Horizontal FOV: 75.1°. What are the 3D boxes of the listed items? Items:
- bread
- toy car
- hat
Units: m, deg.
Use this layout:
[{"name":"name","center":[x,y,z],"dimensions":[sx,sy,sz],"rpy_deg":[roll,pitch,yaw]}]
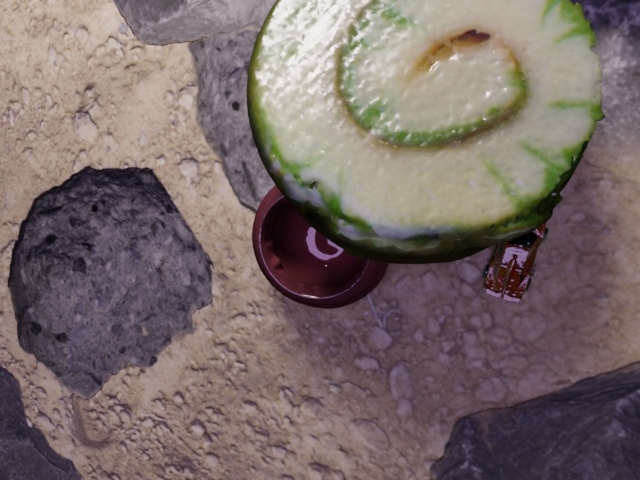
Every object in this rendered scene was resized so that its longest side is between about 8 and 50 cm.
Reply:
[{"name":"bread","center":[0.105,-0.163,0.481],"dimensions":[0.366,0.129,0.382],"rpy_deg":[-17,81,4]},{"name":"toy car","center":[0.252,0.017,0.538],"dimensions":[0.059,0.035,0.122],"rpy_deg":[18,105,20]},{"name":"hat","center":[0.000,0.000,0.597],"dimensions":[0.205,0.089,0.206],"rpy_deg":[3,102,15]}]
